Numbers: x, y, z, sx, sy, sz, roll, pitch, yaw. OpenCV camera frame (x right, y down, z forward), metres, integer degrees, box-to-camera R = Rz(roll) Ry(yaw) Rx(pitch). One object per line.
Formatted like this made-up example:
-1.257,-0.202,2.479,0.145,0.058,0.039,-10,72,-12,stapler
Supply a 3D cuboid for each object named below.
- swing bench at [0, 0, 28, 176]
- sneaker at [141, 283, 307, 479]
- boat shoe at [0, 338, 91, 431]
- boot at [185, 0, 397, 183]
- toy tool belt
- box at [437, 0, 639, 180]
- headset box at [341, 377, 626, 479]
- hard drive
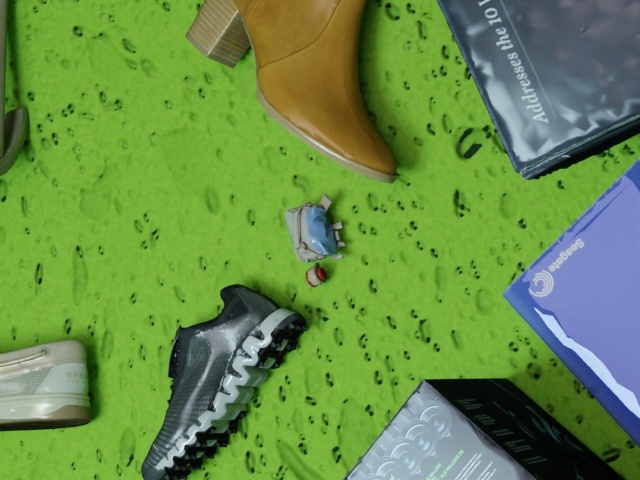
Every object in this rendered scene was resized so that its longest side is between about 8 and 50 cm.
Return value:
-0.465,-0.164,2.018,0.253,0.165,0.255,-9,89,22,swing bench
-0.119,0.142,1.899,0.106,0.078,0.234,40,98,23,sneaker
-0.387,0.155,1.997,0.302,0.109,0.098,-5,80,17,boat shoe
0.014,-0.214,1.847,0.295,0.104,0.211,41,103,24,boot
0.000,0.000,1.868,0.051,0.052,0.083,-23,79,29,toy tool belt
0.305,-0.369,1.544,0.471,0.297,0.480,-25,87,24,box
0.180,0.246,1.670,0.283,0.246,0.131,41,102,19,headset box
0.347,0.094,1.720,0.210,0.040,0.319,-46,72,14,hard drive
